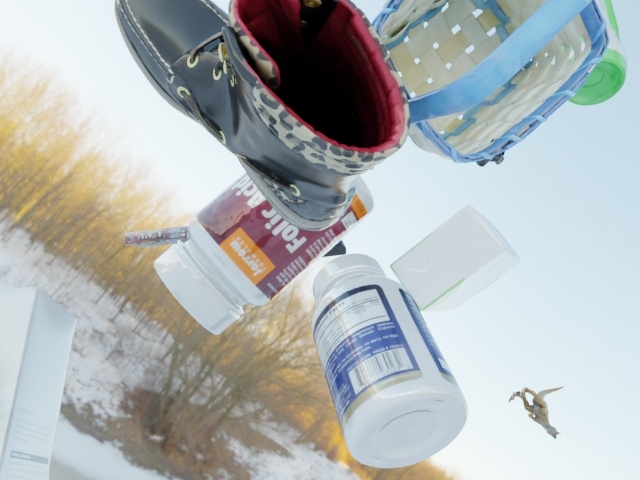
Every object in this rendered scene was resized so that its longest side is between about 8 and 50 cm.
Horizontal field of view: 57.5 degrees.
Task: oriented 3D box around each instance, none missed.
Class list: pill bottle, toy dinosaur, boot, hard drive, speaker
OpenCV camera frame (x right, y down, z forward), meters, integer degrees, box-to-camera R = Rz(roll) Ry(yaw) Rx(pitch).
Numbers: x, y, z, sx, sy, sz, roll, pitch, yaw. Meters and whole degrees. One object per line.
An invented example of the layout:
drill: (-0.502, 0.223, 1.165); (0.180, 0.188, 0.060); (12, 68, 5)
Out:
pill bottle: (0.045, 0.089, 0.483); (0.094, 0.094, 0.169); (48, 13, -38)
toy dinosaur: (0.481, 0.364, 1.288); (0.112, 0.064, 0.211); (37, 26, 2)
boot: (-0.075, -0.181, 0.602); (0.377, 0.138, 0.284); (52, -14, -3)
hard drive: (0.000, 0.000, 1.341); (0.135, 0.094, 0.022); (-112, -163, -64)
pill bottle: (-0.109, -0.017, 1.124); (0.224, 0.392, 0.224); (48, -5, 6)
speaker: (0.507, -0.400, 1.131); (0.131, 0.296, 0.131); (6, -35, 4)

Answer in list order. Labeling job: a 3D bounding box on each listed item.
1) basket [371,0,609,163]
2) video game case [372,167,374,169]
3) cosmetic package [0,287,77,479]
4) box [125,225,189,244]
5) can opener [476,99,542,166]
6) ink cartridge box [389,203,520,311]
basket: (0.170, -0.198, 0.578); (0.201, 0.255, 0.289); (51, -9, -14)
video game case: (0.070, -0.215, 1.454); (0.122, 0.087, 0.011); (-4, 8, 3)
cosmetic package: (-0.443, 0.179, 0.698); (0.224, 0.224, 0.138); (0, -26, -1)
box: (-0.345, -0.008, 1.282); (0.137, 0.027, 0.094); (-6, -5, 4)
can opener: (0.377, -0.213, 1.150); (0.073, 0.059, 0.186); (49, -57, -4)
ink cartridge box: (0.308, 0.050, 1.274); (0.119, 0.207, 0.353); (56, 16, 19)
